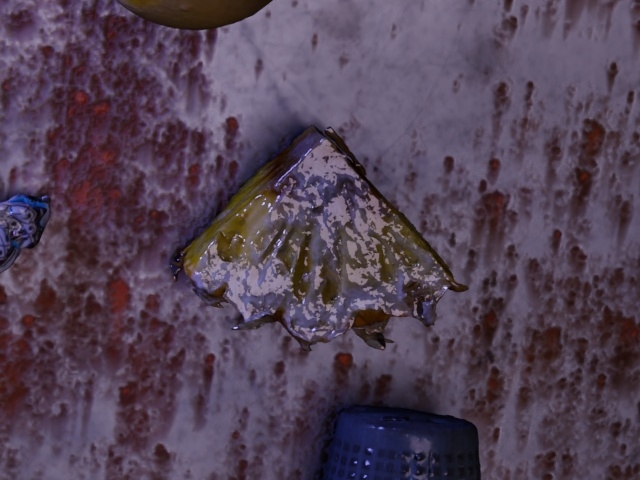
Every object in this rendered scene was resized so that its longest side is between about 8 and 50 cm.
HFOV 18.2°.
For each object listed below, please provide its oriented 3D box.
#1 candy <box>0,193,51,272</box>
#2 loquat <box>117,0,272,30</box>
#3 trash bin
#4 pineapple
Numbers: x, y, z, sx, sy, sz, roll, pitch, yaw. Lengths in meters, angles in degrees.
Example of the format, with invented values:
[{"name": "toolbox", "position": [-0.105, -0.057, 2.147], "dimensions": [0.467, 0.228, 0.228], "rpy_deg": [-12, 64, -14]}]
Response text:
[{"name": "candy", "position": [-0.315, -0.055, 1.569], "dimensions": [0.226, 0.051, 0.094], "rpy_deg": [33, 82, -24]}, {"name": "loquat", "position": [-0.084, -0.260, 1.510], "dimensions": [0.213, 0.213, 0.213], "rpy_deg": [-4, 105, -17]}, {"name": "trash bin", "position": [0.071, 0.226, 1.706], "dimensions": [0.175, 0.175, 0.161], "rpy_deg": [5, 93, -19]}, {"name": "pineapple", "position": [0.000, 0.000, 1.649], "dimensions": [0.236, 0.114, 0.186], "rpy_deg": [4, 103, -15]}]
